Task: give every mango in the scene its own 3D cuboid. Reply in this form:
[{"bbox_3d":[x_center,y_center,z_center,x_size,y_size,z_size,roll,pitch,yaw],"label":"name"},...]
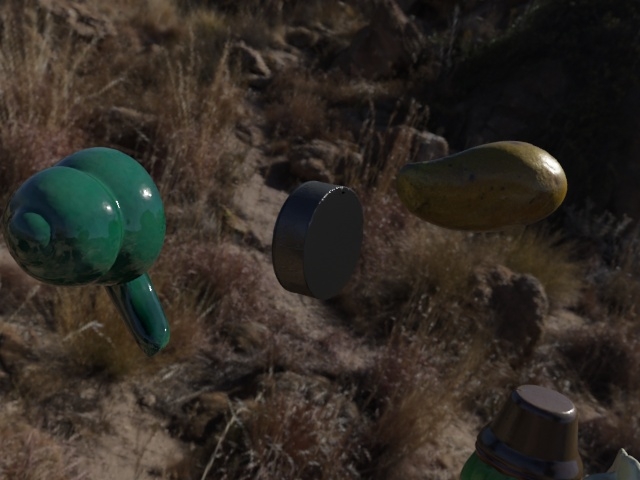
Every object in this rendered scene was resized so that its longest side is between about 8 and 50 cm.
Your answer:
[{"bbox_3d":[0.323,-0.099,1.259,0.330,0.176,0.175,-13,0,1],"label":"mango"}]

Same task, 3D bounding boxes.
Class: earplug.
[{"bbox_3d":[-0.273,0.016,0.757,0.164,0.257,0.280,21,8,15],"label":"earplug"}]

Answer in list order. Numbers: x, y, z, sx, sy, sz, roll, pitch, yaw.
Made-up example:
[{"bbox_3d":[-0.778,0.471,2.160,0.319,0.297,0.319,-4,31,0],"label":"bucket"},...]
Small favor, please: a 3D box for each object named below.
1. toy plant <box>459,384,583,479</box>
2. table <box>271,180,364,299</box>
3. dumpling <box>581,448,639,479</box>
[{"bbox_3d":[0.244,0.272,0.741,0.143,0.200,0.105,14,20,12],"label":"toy plant"},{"bbox_3d":[0.000,0.000,0.723,0.043,0.133,0.133,12,2,31],"label":"table"},{"bbox_3d":[0.381,0.391,0.819,0.132,0.250,0.162,20,-34,9],"label":"dumpling"}]
